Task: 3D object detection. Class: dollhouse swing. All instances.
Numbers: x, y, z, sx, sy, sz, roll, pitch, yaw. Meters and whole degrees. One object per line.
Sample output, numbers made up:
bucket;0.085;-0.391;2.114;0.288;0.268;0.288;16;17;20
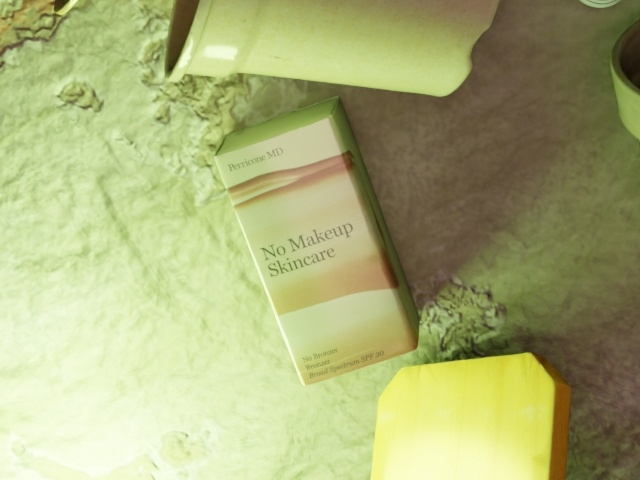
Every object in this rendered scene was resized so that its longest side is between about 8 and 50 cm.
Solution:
dollhouse swing;0.236;0.341;1.783;0.315;0.347;0.305;34;61;-30

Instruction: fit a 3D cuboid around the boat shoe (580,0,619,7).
boat shoe;0.353;-0.399;1.648;0.109;0.094;0.302;21;105;-3

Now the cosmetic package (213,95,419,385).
cosmetic package;0.000;0.000;1.760;0.153;0.129;0.296;-20;103;9

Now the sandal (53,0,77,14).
sandal;-0.210;-0.338;1.702;0.079;0.088;0.240;25;111;-26

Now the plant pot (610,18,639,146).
plant pot;0.495;-0.093;1.640;0.323;0.323;0.280;-11;121;6

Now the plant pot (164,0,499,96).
plant pot;0.021;-0.294;1.604;0.305;0.334;0.333;14;106;-13
